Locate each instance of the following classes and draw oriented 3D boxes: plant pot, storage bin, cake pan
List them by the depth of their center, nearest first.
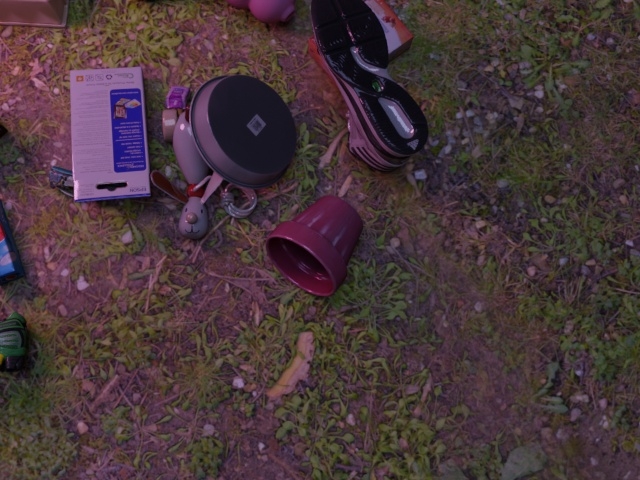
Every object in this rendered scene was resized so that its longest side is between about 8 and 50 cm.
[{"bbox_3d":[0.000,0.000,1.624,0.201,0.201,0.180,35,62,5],"label":"plant pot"},{"bbox_3d":[-0.172,-0.269,1.655,0.293,0.054,0.293,14,66,-36],"label":"cake pan"},{"bbox_3d":[-0.787,-0.696,1.765,0.262,0.123,0.261,2,76,-2],"label":"storage bin"}]

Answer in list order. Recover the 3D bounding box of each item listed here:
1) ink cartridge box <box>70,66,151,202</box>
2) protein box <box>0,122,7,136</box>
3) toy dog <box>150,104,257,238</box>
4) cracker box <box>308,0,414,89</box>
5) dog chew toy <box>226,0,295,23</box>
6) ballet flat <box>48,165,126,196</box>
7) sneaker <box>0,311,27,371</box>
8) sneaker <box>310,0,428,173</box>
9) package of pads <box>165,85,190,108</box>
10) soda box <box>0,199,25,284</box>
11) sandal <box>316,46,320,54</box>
[{"bbox_3d":[-0.507,-0.252,1.671,0.175,0.069,0.371,-6,65,-10],"label":"ink cartridge box"},{"bbox_3d":[-0.892,-0.316,1.631,0.200,0.201,0.136,43,79,7],"label":"protein box"},{"bbox_3d":[-0.300,-0.189,1.655,0.220,0.161,0.334,-22,79,-7],"label":"toy dog"},{"bbox_3d":[0.103,-0.512,1.798,0.232,0.067,0.156,-37,82,-9],"label":"cracker box"},{"bbox_3d":[-0.195,-0.691,1.764,0.332,0.206,0.206,45,79,-3],"label":"dog chew toy"},{"bbox_3d":[-0.570,-0.130,1.686,0.188,0.070,0.070,14,77,2],"label":"ballet flat"},{"bbox_3d":[-0.837,0.205,1.568,0.343,0.134,0.146,10,70,-10],"label":"sneaker"},{"bbox_3d":[0.076,-0.356,1.658,0.169,0.257,0.448,-22,80,-19],"label":"sneaker"},{"bbox_3d":[-0.358,-0.361,1.737,0.050,0.032,0.083,2,34,-1],"label":"package of pads"},{"bbox_3d":[-0.772,-0.005,1.634,0.067,0.071,0.210,-22,79,-7],"label":"soda box"},{"bbox_3d":[0.081,-0.476,1.724,0.179,0.067,0.040,13,52,4],"label":"sandal"}]
